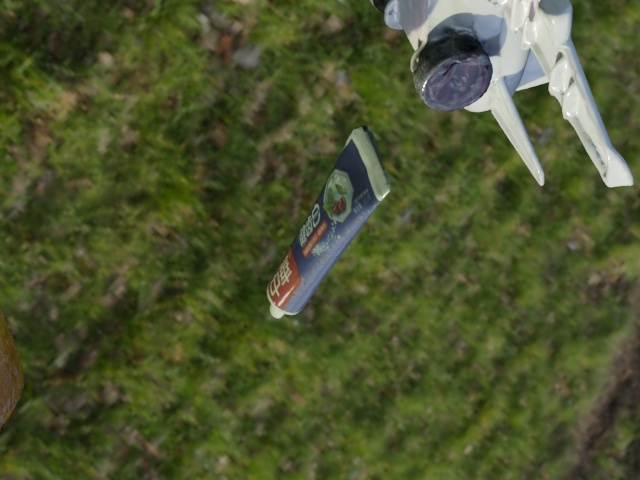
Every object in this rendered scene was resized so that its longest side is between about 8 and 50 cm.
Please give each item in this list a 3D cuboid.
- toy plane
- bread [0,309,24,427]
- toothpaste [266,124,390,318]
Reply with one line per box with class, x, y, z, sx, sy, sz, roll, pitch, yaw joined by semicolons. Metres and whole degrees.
toy plane;0.077;-0.142;0.604;0.101;0.251;0.255;-20;143;-3
bread;-0.321;0.068;0.783;0.195;0.270;0.142;-63;161;-55
toothpaste;0.000;0.000;0.580;0.021;0.037;0.140;-6;151;-26
